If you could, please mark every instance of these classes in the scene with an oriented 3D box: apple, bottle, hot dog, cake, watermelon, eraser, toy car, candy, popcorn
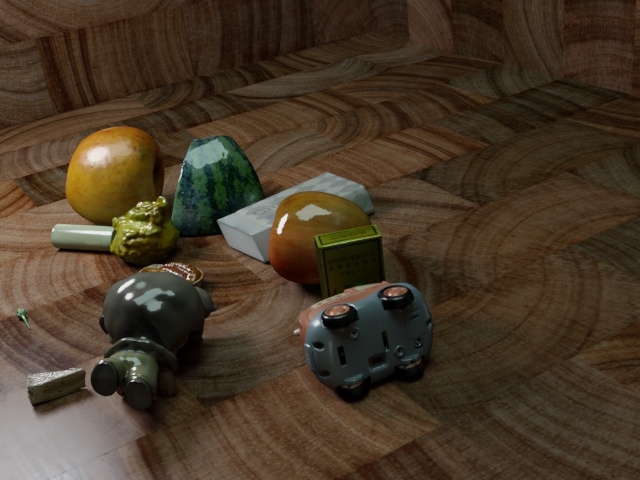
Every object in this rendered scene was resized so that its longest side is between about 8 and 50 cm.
[{"bbox_3d":[0.000,0.000,2.042,0.241,0.242,0.242,8,28,3],"label":"apple"},{"bbox_3d":[-0.604,-0.187,2.466,0.275,0.299,0.299,7,28,4],"label":"apple"},{"bbox_3d":[-0.659,-0.008,2.372,0.202,0.072,0.072,3,29,20],"label":"bottle"},{"bbox_3d":[-0.379,0.091,2.124,0.192,0.053,0.099,7,33,30],"label":"hot dog"},{"bbox_3d":[-0.551,0.304,1.752,0.121,0.052,0.065,-7,21,-1],"label":"cake"},{"bbox_3d":[-0.341,-0.150,2.453,0.250,0.283,0.293,-9,-3,-37],"label":"watermelon"},{"bbox_3d":[-0.064,-0.071,2.333,0.397,0.082,0.213,-25,31,-32],"label":"eraser"},{"bbox_3d":[0.081,0.182,1.708,0.271,0.180,0.212,-17,19,-17],"label":"toy car"},{"bbox_3d":[-0.723,0.192,2.048,0.025,0.023,0.083,-49,43,-4],"label":"candy"},{"bbox_3d":[-0.482,-0.025,2.275,0.198,0.155,0.197,-15,32,10],"label":"popcorn"}]

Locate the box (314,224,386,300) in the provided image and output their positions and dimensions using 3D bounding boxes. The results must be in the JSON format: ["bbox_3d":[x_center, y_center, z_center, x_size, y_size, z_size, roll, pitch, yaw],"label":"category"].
[{"bbox_3d":[0.070,0.084,1.840,0.141,0.220,0.064,-12,27,-7],"label":"box"}]

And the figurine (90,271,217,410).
[{"bbox_3d":[-0.365,0.197,1.745,0.248,0.203,0.380,-1,28,5],"label":"figurine"}]
